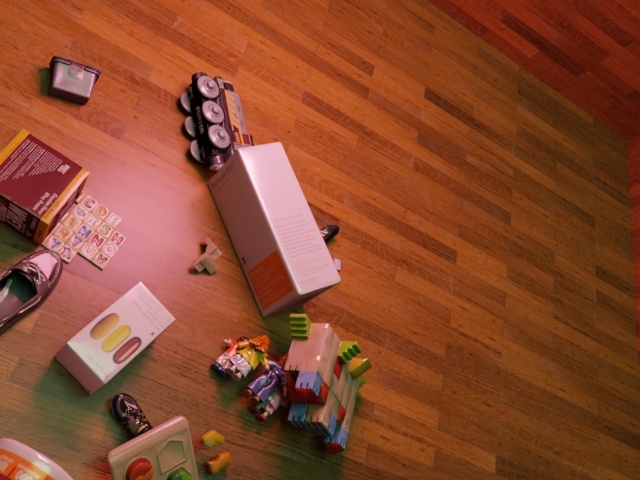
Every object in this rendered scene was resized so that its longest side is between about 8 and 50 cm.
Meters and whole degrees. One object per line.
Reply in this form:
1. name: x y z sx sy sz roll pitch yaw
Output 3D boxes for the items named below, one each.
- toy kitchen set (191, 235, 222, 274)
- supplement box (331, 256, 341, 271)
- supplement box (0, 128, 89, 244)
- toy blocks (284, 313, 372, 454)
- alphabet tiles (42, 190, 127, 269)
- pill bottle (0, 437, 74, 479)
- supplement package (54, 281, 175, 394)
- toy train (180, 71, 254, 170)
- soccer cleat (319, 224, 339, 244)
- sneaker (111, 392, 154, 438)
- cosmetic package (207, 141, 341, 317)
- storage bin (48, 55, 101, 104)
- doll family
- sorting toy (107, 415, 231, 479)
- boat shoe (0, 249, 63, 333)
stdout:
1. toy kitchen set: -0.329 0.049 2.031 0.083 0.075 0.068 -39 135 -9
2. supplement box: 0.017 0.076 2.232 0.083 0.055 0.043 22 57 -25
3. supplement box: -0.725 -0.132 1.772 0.194 0.129 0.191 33 53 -11
4. toy blocks: 0.001 0.411 1.930 0.381 0.191 0.260 60 37 -45
5. alphabet tiles: -0.642 -0.034 1.868 0.237 0.009 0.198 38 52 -13
6. pill bottle: -0.679 0.611 1.384 0.224 0.224 0.392 41 51 -11
7. supplement package: -0.506 0.241 1.743 0.139 0.134 0.244 48 50 -5
8. toy train: -0.313 -0.361 2.180 0.190 0.142 0.333 7 62 -45
9. soccer cleat: 0.000 0.000 2.245 0.179 0.060 0.072 -23 47 -35
10. sneaker: -0.441 0.450 1.721 0.067 0.078 0.188 -30 86 -40
11. cosmetic package: -0.142 -0.031 2.064 0.162 0.230 0.453 -15 76 -37
12. storage bin: -0.696 -0.447 1.986 0.135 0.098 0.091 14 71 -29
13. doll family: -0.158 0.356 1.933 0.263 0.118 0.163 50 50 -4
14. sorting toy: -0.349 0.548 1.704 0.307 0.041 0.228 -22 109 -39
15. boat shoe: -0.728 0.132 1.670 0.112 0.095 0.335 45 51 -8
